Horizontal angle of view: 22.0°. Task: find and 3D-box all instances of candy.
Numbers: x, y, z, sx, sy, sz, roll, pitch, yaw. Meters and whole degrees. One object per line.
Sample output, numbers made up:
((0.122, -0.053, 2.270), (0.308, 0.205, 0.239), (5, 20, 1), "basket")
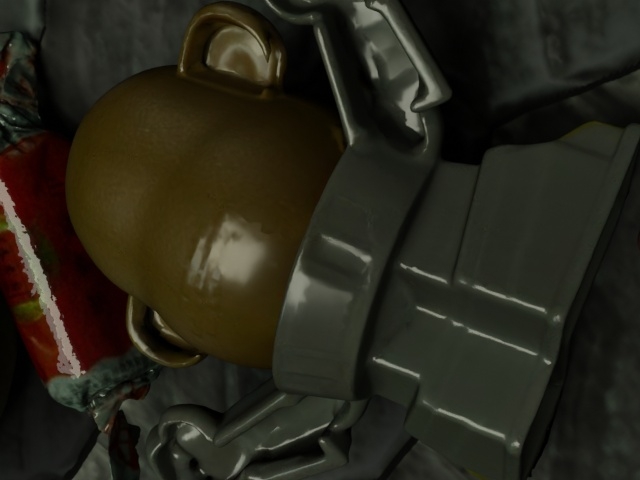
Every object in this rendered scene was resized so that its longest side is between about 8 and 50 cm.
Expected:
((-0.154, 0.013, 0.986), (0.059, 0.086, 0.292), (-17, 98, 41), "candy")

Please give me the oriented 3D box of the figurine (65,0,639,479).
((0.000, -0.001, 0.856), (0.285, 0.167, 0.342), (18, 93, 12), "figurine")

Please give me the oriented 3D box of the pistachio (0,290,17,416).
((-0.405, 0.048, 1.032), (0.445, 0.281, 0.365), (-1, 97, 13), "pistachio")

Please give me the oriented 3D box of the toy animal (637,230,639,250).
((0.245, 0.105, 0.753), (0.181, 0.180, 0.363), (-19, 98, 23), "toy animal")
